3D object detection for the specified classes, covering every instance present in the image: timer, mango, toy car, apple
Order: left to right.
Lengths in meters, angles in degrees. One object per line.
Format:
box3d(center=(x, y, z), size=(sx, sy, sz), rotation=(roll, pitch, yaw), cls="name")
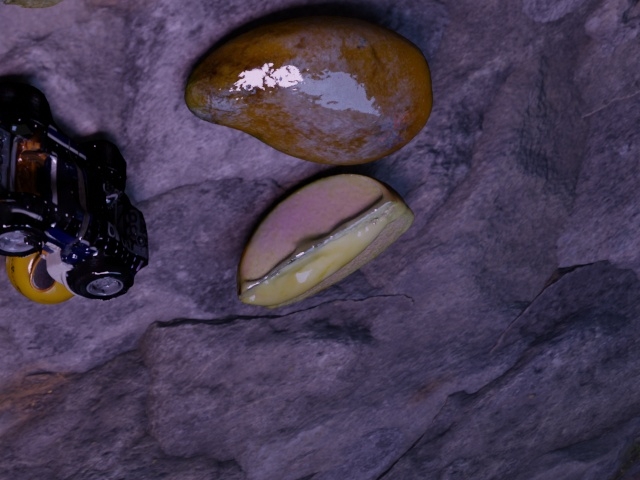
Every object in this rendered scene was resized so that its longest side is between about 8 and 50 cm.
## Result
box3d(center=(-0.341, 0.026, 1.477), size=(0.107, 0.109, 0.107), rotation=(-13, 111, -37), cls="timer")
box3d(center=(-0.300, -0.038, 1.330), size=(0.118, 0.193, 0.301), rotation=(-21, 151, 17), cls="toy car")
box3d(center=(-0.008, -0.184, 1.440), size=(0.316, 0.146, 0.193), rotation=(3, 131, -22), cls="mango")
box3d(center=(0.000, 0.000, 1.683), size=(0.265, 0.120, 0.193), rotation=(-32, 158, 2), cls="apple")

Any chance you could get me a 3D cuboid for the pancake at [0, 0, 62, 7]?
box3d(center=(-0.265, -0.331, 1.140), size=(0.253, 0.037, 0.254), rotation=(-22, 144, -17), cls="pancake")
